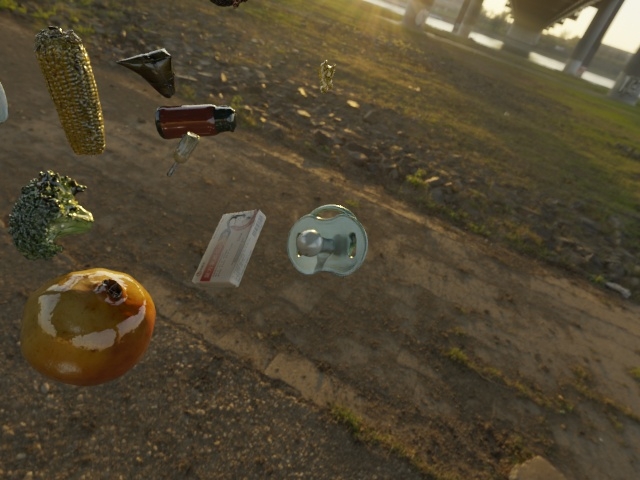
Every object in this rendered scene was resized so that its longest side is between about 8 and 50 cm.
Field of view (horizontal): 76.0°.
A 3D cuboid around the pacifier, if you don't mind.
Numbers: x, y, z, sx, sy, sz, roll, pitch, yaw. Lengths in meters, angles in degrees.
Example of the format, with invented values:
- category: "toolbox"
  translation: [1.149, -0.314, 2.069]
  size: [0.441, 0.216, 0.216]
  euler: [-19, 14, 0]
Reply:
- category: "pacifier"
  translation: [0.000, 0.000, 1.546]
  size: [0.344, 0.287, 0.269]
  euler: [-2, -4, 23]

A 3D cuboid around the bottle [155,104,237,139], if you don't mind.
- category: "bottle"
  translation: [-0.536, -0.522, 1.799]
  size: [0.337, 0.143, 0.144]
  euler: [-1, 32, 4]

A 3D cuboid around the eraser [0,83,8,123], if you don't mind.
- category: "eraser"
  translation: [-1.075, -0.455, 1.253]
  size: [0.290, 0.188, 0.104]
  euler: [15, 34, 36]

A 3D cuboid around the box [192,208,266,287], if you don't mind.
- category: "box"
  translation: [-0.381, 0.033, 1.724]
  size: [0.215, 0.069, 0.352]
  euler: [-5, 52, 32]

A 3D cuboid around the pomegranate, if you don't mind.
- category: "pomegranate"
  translation: [-0.497, 0.179, 0.891]
  size: [0.265, 0.264, 0.264]
  euler: [14, 32, -9]

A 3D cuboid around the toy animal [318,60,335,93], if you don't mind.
- category: "toy animal"
  translation: [0.023, -0.702, 1.803]
  size: [0.070, 0.083, 0.159]
  euler: [14, 63, -30]

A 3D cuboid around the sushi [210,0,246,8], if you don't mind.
- category: "sushi"
  translation: [-0.376, -1.037, 1.671]
  size: [0.151, 0.152, 0.172]
  euler: [-4, -7, 15]

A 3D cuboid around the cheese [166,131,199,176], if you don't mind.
- category: "cheese"
  translation: [-0.467, -0.287, 1.376]
  size: [0.048, 0.171, 0.092]
  euler: [34, -4, -13]

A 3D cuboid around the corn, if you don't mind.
- category: "corn"
  translation: [-0.622, -0.369, 1.040]
  size: [0.115, 0.317, 0.115]
  euler: [2, 37, -2]

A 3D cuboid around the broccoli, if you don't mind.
- category: "broccoli"
  translation: [-1.047, -0.096, 1.556]
  size: [0.324, 0.334, 0.272]
  euler: [39, 19, 3]

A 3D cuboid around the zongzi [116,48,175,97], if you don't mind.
- category: "zongzi"
  translation: [-0.801, -0.758, 1.913]
  size: [0.242, 0.220, 0.112]
  euler: [-30, 56, -29]
